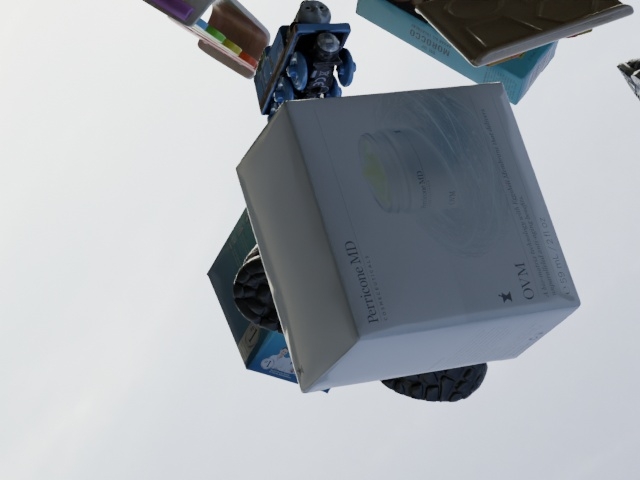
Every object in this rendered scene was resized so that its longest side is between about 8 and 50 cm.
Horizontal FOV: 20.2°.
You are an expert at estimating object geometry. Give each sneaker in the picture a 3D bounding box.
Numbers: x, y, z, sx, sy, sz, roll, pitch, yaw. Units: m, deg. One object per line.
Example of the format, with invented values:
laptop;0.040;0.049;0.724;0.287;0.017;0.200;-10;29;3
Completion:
sneaker;0.055;0.065;1.917;0.107;0.283;0.124;-64;180;30
sneaker;0.364;-0.180;1.945;0.058;0.052;0.135;-35;-167;3

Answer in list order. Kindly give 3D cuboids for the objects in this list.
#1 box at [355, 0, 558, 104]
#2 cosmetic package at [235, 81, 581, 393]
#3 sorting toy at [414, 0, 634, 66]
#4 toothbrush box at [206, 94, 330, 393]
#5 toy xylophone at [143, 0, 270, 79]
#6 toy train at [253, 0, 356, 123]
box;0.173;-0.277;2.267;0.100;0.244;0.060;-52;165;-28
cosmetic package;0.073;-0.005;1.575;0.138;0.224;0.224;-50;-127;57
sorting toy;0.229;-0.256;2.042;0.193;0.038;0.208;-19;-151;-10
toothbrush box;0.000;0.000;2.204;0.295;0.126;0.216;-60;-150;21
toy xylophone;-0.195;-0.356;2.753;0.236;0.322;0.081;33;-90;27
toy train;-0.020;-0.187;1.968;0.184;0.080;0.105;117;-37;-57
